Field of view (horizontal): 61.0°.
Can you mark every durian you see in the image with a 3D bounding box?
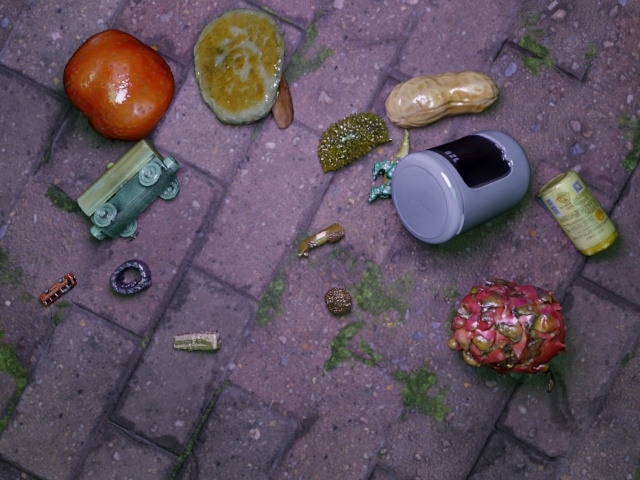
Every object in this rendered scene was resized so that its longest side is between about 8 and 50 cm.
[{"bbox_3d":[0.085,-0.285,1.499,0.220,0.095,0.137,-25,88,3],"label":"durian"},{"bbox_3d":[0.048,0.170,1.531,0.091,0.080,0.080,-15,92,41],"label":"durian"}]

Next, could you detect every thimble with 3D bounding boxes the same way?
[{"bbox_3d":[-0.531,0.101,1.522,0.104,0.066,0.095,-1,94,0],"label":"thimble"}]

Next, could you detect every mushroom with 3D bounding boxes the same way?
[{"bbox_3d":[-0.124,-0.421,1.506,0.072,0.094,0.210,-22,87,3],"label":"mushroom"}]

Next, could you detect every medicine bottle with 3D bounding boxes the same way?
[{"bbox_3d":[0.716,-0.070,1.506,0.124,0.124,0.239,-37,92,0],"label":"medicine bottle"}]

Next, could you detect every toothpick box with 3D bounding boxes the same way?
[{"bbox_3d":[0.383,-0.145,1.422,0.354,0.263,0.263,-23,92,-28],"label":"toothpick box"}]

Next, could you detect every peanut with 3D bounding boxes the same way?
[{"bbox_3d":[0.329,-0.386,1.481,0.305,0.147,0.147,-11,91,0],"label":"peanut"}]

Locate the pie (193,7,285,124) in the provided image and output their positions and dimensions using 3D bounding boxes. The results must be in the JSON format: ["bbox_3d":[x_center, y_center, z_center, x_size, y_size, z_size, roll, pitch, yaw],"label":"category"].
[{"bbox_3d":[-0.215,-0.473,1.467,0.323,0.070,0.323,3,96,29],"label":"pie"}]

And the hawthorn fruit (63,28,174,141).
[{"bbox_3d":[-0.515,-0.409,1.421,0.275,0.275,0.300,34,72,-1],"label":"hawthorn fruit"}]

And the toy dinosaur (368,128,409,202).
[{"bbox_3d":[0.209,-0.191,1.516,0.153,0.094,0.259,-3,83,-3],"label":"toy dinosaur"}]

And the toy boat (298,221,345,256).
[{"bbox_3d":[0.000,0.000,1.533,0.149,0.047,0.049,-29,92,-1],"label":"toy boat"}]

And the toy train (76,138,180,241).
[{"bbox_3d":[-0.528,-0.138,1.507,0.307,0.126,0.189,-43,59,1],"label":"toy train"}]

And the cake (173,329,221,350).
[{"bbox_3d":[-0.348,0.285,1.549,0.139,0.055,0.051,-4,93,17],"label":"cake"}]

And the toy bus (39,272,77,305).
[{"bbox_3d":[-0.741,0.138,1.538,0.110,0.031,0.043,-37,94,2],"label":"toy bus"}]

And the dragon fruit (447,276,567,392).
[{"bbox_3d":[0.484,0.242,1.452,0.290,0.250,0.269,-10,110,-6],"label":"dragon fruit"}]
